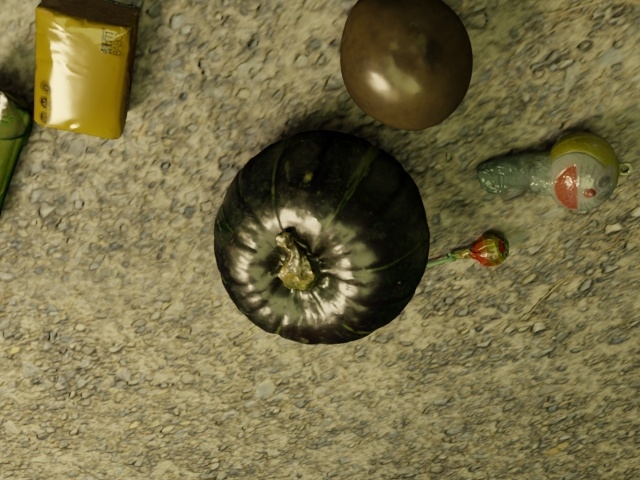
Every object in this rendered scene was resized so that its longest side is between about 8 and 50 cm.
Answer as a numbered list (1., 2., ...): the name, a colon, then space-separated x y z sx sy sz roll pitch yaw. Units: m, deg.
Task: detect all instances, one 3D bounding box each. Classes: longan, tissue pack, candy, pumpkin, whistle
1. longan: 0.108 -0.233 0.852 0.168 0.167 0.187 -18 126 12
2. tissue pack: -0.311 -0.230 0.882 0.120 0.082 0.169 11 127 -12
3. candy: 0.225 0.033 1.144 0.201 0.060 0.060 -16 128 18
4. pumpkin: 0.000 0.000 0.979 0.324 0.241 0.323 6 121 10
5. whistle: 0.352 -0.097 1.006 0.223 0.122 0.122 -3 130 18

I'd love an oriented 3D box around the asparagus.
1. asparagus: -0.494 -0.097 0.983 0.082 0.085 0.343 22 126 -15
